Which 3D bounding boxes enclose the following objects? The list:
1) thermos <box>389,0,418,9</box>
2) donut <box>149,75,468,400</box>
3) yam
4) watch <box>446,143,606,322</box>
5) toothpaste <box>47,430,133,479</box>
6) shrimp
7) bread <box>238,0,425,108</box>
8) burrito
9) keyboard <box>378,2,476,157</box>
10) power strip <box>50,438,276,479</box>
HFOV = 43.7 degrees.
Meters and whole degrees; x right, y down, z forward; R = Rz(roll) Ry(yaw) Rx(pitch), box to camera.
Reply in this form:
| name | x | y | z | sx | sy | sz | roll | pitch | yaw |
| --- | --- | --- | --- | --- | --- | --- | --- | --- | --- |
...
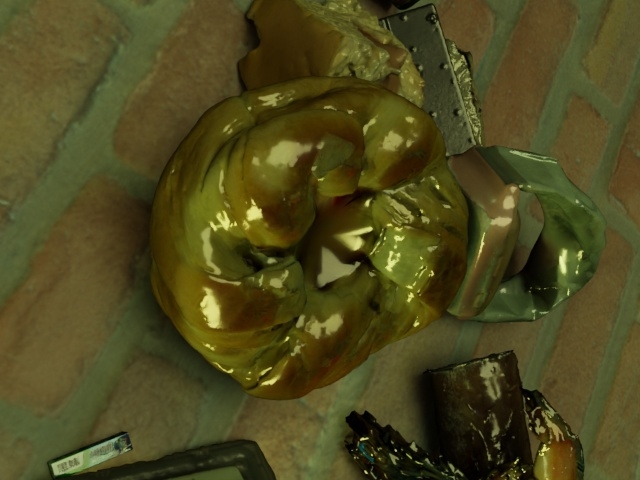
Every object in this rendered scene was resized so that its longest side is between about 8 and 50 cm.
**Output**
| name | x | y | z | sx | sy | sz | roll | pitch | yaw |
| --- | --- | --- | --- | --- | --- | --- | --- | --- | --- |
| thermos | 0.015 | -0.444 | 1.015 | 0.330 | 0.109 | 0.136 | 28 | 94 | -25 |
| donut | 0.000 | 0.000 | 0.847 | 0.360 | 0.170 | 0.360 | -18 | 126 | -27 |
| yam | 0.213 | 0.281 | 1.029 | 0.131 | 0.131 | 0.279 | -7 | 88 | -33 |
| watch | 0.259 | 0.002 | 1.039 | 0.241 | 0.253 | 0.161 | -4 | 42 | -20 |
| toothpaste | -0.236 | 0.221 | 0.819 | 0.083 | 0.017 | 0.020 | -17 | 92 | -33 |
| shrimp | 0.174 | 0.254 | 0.943 | 0.290 | 0.054 | 0.222 | 32 | 101 | 11 |
| bread | -0.001 | -0.183 | 0.993 | 0.184 | 0.224 | 0.211 | 3 | 123 | -38 |
| burrito | 0.209 | -0.177 | 1.136 | 0.063 | 0.058 | 0.229 | -18 | 90 | -28 |
| keyboard | 0.154 | -0.166 | 1.098 | 0.101 | 0.018 | 0.309 | -18 | 92 | -2 |
| power strip | -0.117 | 0.305 | 0.764 | 0.257 | 0.092 | 0.251 | -3 | 40 | -36 |
